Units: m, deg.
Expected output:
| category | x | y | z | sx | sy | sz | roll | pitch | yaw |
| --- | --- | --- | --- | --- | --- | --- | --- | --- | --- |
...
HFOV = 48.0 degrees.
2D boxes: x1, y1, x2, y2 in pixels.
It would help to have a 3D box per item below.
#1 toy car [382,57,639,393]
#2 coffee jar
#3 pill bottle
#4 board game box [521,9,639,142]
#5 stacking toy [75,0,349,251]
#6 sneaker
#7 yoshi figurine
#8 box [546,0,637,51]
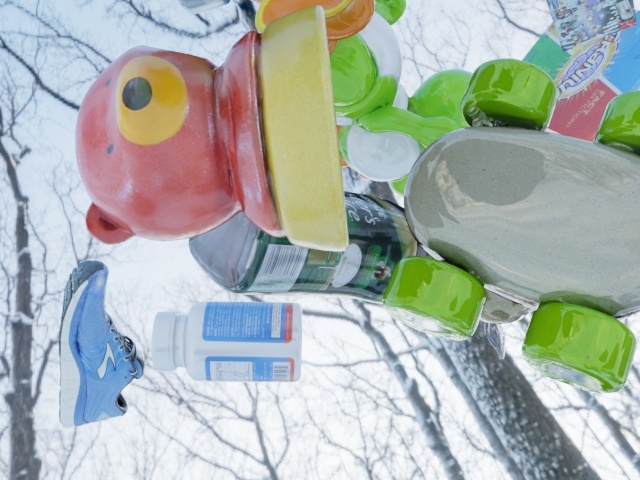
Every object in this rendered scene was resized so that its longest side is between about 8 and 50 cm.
| category | x | y | z | sx | sy | sz | roll | pitch | yaw |
| --- | --- | --- | --- | --- | --- | --- | --- | --- | --- |
| toy car | 0.131 | 0.012 | 0.445 | 0.155 | 0.149 | 0.188 | -66 | -19 | -16 |
| coffee jar | 0.000 | 0.000 | 0.549 | 0.184 | 0.096 | 0.079 | 8 | -70 | -41 |
| pill bottle | -0.139 | 0.154 | 1.100 | 0.222 | 0.124 | 0.124 | 2 | -53 | -3 |
| board game box | 0.457 | -0.281 | 1.228 | 0.064 | 0.316 | 0.242 | 34 | -81 | -26 |
| stacking toy | -0.069 | -0.168 | 0.339 | 0.131 | 0.308 | 0.279 | -7 | -30 | 3 |
| sneaker | -0.388 | 0.183 | 1.282 | 0.147 | 0.129 | 0.329 | 1 | -63 | -16 |
| yoshi figurine | 0.081 | -0.172 | 0.744 | 0.362 | 0.203 | 0.203 | 43 | -110 | -52 |
| box | 0.323 | -0.291 | 0.865 | 0.094 | 0.027 | 0.137 | -18 | -28 | 23 |
